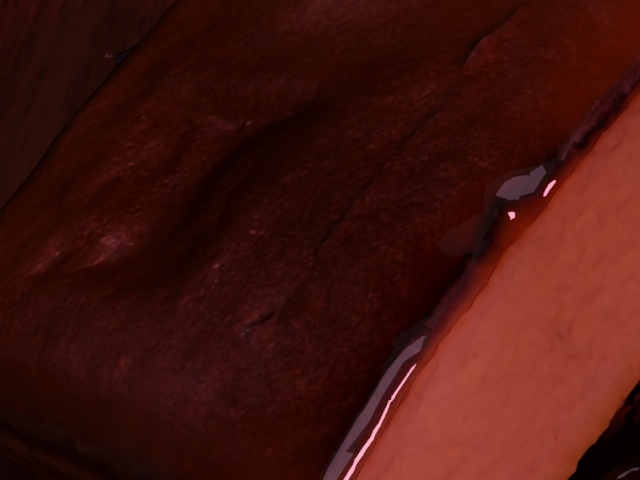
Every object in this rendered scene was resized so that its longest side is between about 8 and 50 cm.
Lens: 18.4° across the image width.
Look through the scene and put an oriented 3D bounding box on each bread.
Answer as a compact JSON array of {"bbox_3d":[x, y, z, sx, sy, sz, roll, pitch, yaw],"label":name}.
[{"bbox_3d":[0.000,0.000,0.913,0.333,0.143,0.323,14,60,48],"label":"bread"}]

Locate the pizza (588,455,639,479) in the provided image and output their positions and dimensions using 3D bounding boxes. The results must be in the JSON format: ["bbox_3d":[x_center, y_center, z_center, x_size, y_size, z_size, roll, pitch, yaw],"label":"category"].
[{"bbox_3d":[0.220,0.179,0.774,0.435,0.080,0.392,24,67,33],"label":"pizza"}]
